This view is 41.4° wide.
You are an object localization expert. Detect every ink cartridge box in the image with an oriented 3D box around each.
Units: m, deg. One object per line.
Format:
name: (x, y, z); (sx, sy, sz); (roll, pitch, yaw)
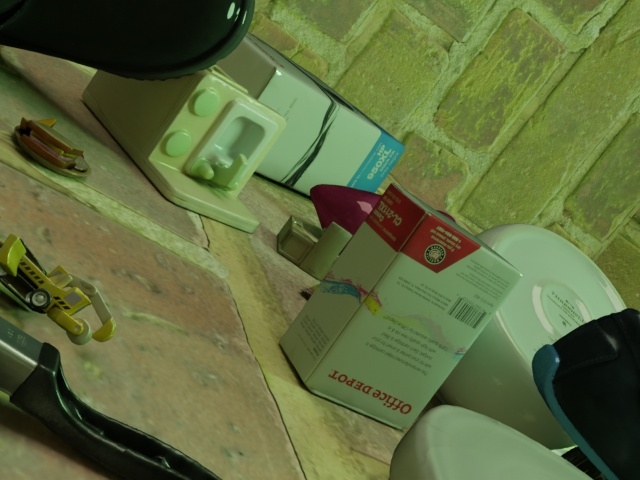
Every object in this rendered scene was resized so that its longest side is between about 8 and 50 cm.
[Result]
ink cartridge box: (-0.081, -0.222, 1.436); (0.285, 0.166, 0.395); (44, 14, 34)
ink cartridge box: (0.067, 0.059, 0.732); (0.127, 0.175, 0.072); (30, 10, -33)

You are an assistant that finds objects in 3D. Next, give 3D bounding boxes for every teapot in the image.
teapot: (0.202, 0.121, 0.904); (0.252, 0.187, 0.256); (3, 57, -35)

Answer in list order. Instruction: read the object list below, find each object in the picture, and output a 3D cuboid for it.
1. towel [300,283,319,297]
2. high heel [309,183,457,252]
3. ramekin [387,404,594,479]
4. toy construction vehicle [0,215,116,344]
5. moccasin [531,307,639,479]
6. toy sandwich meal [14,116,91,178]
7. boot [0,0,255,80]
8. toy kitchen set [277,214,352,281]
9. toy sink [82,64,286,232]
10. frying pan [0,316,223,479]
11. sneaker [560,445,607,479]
towel: (0.018, 0.077, 0.932); (0.083, 0.009, 0.060); (40, 11, 11)
high heel: (0.109, -0.042, 1.358); (0.181, 0.127, 0.377); (49, 16, 6)
ramekin: (0.112, 0.211, 0.375); (0.273, 0.127, 0.273); (35, 11, -8)
toy construction vehicle: (-0.158, 0.019, 0.478); (0.098, 0.035, 0.086); (40, -17, 3)
moccasin: (0.319, 0.198, 0.708); (0.342, 0.117, 0.138); (46, 13, -21)
toy sandwich meal: (-0.239, -0.088, 0.767); (0.085, 0.029, 0.085); (35, 11, -8)
boot: (-0.297, -0.253, 0.725); (0.367, 0.146, 0.445); (4, 0, 14)
toy kitchen set: (0.000, 0.000, 1.037); (0.083, 0.068, 0.075); (35, 11, -13)
toy sink: (-0.145, -0.140, 1.001); (0.153, 0.131, 0.234); (22, 19, -50)
frying pan: (-0.177, 0.050, 0.371); (0.326, 0.053, 0.197); (34, 11, 3)
sneaker: (0.253, 0.265, 0.743); (0.094, 0.081, 0.208); (42, 15, -17)
